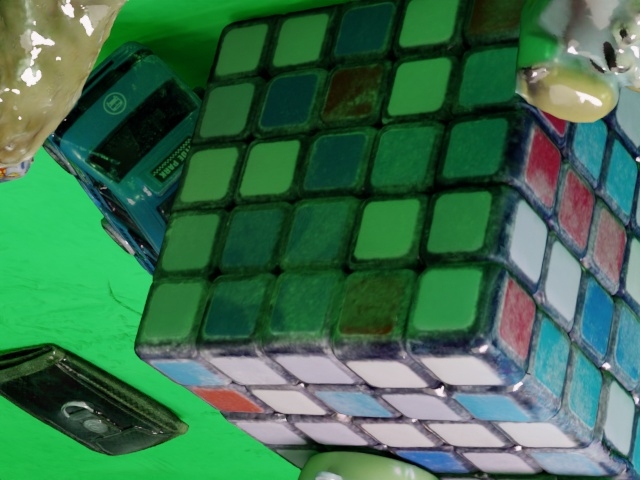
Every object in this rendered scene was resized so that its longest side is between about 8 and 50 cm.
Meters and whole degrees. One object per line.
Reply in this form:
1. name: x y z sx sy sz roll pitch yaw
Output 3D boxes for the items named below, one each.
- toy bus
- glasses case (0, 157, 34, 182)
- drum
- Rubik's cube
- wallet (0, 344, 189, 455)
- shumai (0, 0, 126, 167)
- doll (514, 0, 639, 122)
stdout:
1. toy bus: -0.120 -0.044 1.407 0.134 0.113 0.246 40 168 29
2. glasses case: -0.376 -0.084 1.576 0.248 0.065 0.087 -1 154 27
3. drum: 0.102 0.203 1.261 0.253 0.049 0.130 6 155 17
4. Rubik's cube: 0.082 0.012 1.265 0.293 0.286 0.292 -5 149 36
5. wallet: -0.301 0.203 2.183 0.160 0.055 0.236 -17 141 39
6. shumai: -0.186 -0.164 1.158 0.222 0.225 0.260 -6 171 0
7. doll: 0.259 -0.134 1.008 0.261 0.161 0.177 18 134 -5
